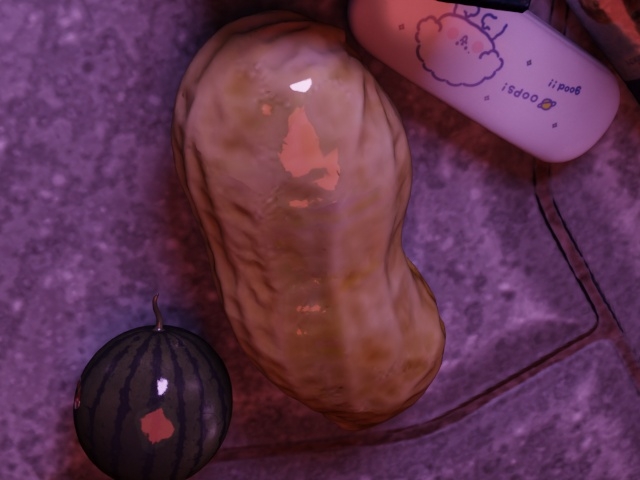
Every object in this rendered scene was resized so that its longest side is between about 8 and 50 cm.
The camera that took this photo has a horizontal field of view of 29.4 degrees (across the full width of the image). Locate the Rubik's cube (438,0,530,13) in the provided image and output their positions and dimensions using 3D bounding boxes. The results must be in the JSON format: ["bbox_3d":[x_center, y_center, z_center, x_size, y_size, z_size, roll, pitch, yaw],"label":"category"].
[{"bbox_3d":[0.035,-0.225,0.628,0.163,0.160,0.162,4,118,-13],"label":"Rubik's cube"}]

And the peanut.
[{"bbox_3d":[0.000,0.000,0.761,0.147,0.147,0.305,-15,120,-3],"label":"peanut"}]

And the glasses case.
[{"bbox_3d":[0.105,-0.115,0.766,0.197,0.049,0.076,29,110,-24],"label":"glasses case"}]

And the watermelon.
[{"bbox_3d":[-0.110,0.098,0.812,0.105,0.105,0.133,4,106,-13],"label":"watermelon"}]

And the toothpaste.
[{"bbox_3d":[0.195,-0.139,0.781,0.062,0.037,0.216,-35,114,8],"label":"toothpaste"}]
